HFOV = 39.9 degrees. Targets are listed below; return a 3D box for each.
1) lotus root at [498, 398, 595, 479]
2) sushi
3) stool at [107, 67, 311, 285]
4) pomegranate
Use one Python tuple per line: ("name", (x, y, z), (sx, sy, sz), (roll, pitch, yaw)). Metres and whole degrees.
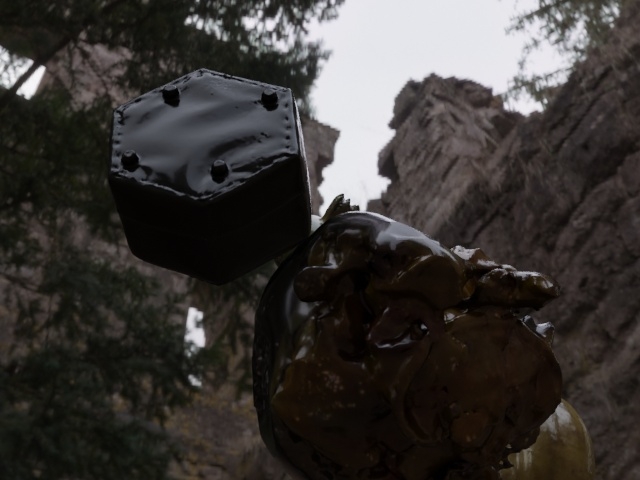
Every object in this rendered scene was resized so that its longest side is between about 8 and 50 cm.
("lotus root", (0.355, 0.402, 1.445), (0.183, 0.310, 0.183), (8, -39, 6))
("sushi", (0.057, 0.086, 0.607), (0.200, 0.204, 0.213), (1, -86, -9))
("stool", (-0.119, -0.075, 0.970), (0.232, 0.232, 0.141), (-2, -43, 1))
("pomegranate", (0.000, 0.000, 1.206), (0.114, 0.114, 0.142), (30, -79, -22))
